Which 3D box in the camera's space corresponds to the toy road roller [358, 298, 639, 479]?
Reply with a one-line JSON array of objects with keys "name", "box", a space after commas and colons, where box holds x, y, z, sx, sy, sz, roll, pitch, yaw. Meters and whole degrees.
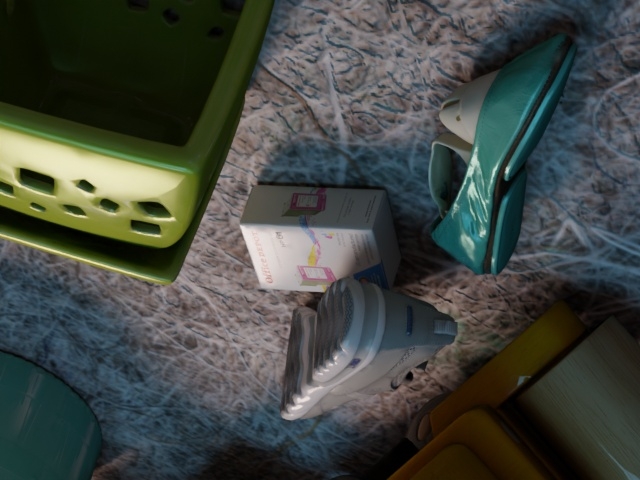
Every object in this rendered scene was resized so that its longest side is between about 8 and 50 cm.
[{"name": "toy road roller", "box": [0.156, 0.221, 1.321, 0.329, 0.240, 0.202, -43, 83, 11]}]

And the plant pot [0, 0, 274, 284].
[{"name": "plant pot", "box": [-0.168, -0.106, 1.203, 0.227, 0.228, 0.207, 16, 146, 3]}]

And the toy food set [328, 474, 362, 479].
[{"name": "toy food set", "box": [0.139, 0.326, 1.581, 0.306, 0.092, 0.220, 23, 173, -6]}]

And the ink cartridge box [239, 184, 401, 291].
[{"name": "ink cartridge box", "box": [0.000, 0.000, 1.381, 0.122, 0.052, 0.088, 4, 138, 19]}]

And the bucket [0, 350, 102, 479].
[{"name": "bucket", "box": [-0.376, 0.255, 1.716, 0.281, 0.183, 0.281, 12, 140, 10]}]

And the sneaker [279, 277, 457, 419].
[{"name": "sneaker", "box": [0.036, 0.109, 1.411, 0.115, 0.105, 0.281, 10, 166, -12]}]

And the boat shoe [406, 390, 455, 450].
[{"name": "boat shoe", "box": [0.256, 0.238, 1.509, 0.355, 0.132, 0.130, 20, 160, 12]}]

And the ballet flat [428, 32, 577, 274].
[{"name": "ballet flat", "box": [0.127, -0.070, 1.234, 0.087, 0.083, 0.247, 26, 140, 14]}]
